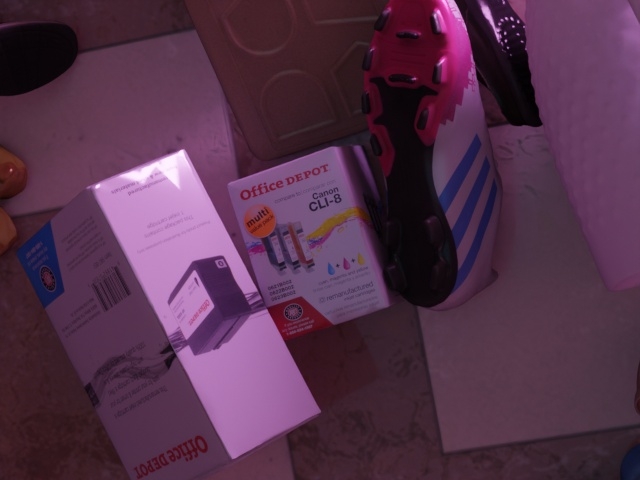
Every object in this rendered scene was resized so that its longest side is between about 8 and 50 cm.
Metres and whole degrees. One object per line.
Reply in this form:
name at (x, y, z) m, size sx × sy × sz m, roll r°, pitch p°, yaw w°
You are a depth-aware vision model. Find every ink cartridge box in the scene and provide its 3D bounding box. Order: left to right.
ink cartridge box at (-0.162, 0.093, 1.844) m, size 0.223 × 0.129 × 0.307 m, roll -32°, pitch 84°, yaw 55°
ink cartridge box at (0.000, 0.000, 1.850) m, size 0.128 × 0.127 × 0.176 m, roll -19°, pitch 88°, yaw 15°

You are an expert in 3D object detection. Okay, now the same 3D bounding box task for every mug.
mug at (0.327, -0.156, 1.633) m, size 0.276 × 0.374 × 0.328 m, roll -22°, pitch 81°, yaw 10°

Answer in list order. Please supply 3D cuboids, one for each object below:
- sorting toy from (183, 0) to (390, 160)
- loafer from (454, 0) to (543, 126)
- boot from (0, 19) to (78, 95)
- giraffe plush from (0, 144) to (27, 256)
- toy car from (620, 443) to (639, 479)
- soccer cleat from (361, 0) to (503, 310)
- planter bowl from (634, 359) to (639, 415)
sorting toy at (-0.020, -0.242, 1.828) m, size 0.229 × 0.041 × 0.307 m, roll -15°, pitch 118°, yaw 16°
loafer at (0.167, -0.206, 1.830) m, size 0.078 × 0.080 × 0.220 m, roll -35°, pitch 74°, yaw 37°
boot at (-0.405, -0.222, 1.950) m, size 0.178 × 0.236 × 0.085 m, roll 42°, pitch 141°, yaw 45°
giraffe plush at (-0.432, -0.073, 1.934) m, size 0.181 × 0.170 × 0.210 m, roll -5°, pitch 92°, yaw 15°
toy car at (0.351, 0.367, 1.776) m, size 0.210 × 0.219 × 0.238 m, roll -34°, pitch 114°, yaw 13°
soccer cleat at (0.122, -0.095, 1.810) m, size 0.116 × 0.143 × 0.331 m, roll 3°, pitch 98°, yaw 38°
planter bowl at (0.390, 0.111, 1.755) m, size 0.162 × 0.162 × 0.109 m, roll -4°, pitch 66°, yaw 15°
